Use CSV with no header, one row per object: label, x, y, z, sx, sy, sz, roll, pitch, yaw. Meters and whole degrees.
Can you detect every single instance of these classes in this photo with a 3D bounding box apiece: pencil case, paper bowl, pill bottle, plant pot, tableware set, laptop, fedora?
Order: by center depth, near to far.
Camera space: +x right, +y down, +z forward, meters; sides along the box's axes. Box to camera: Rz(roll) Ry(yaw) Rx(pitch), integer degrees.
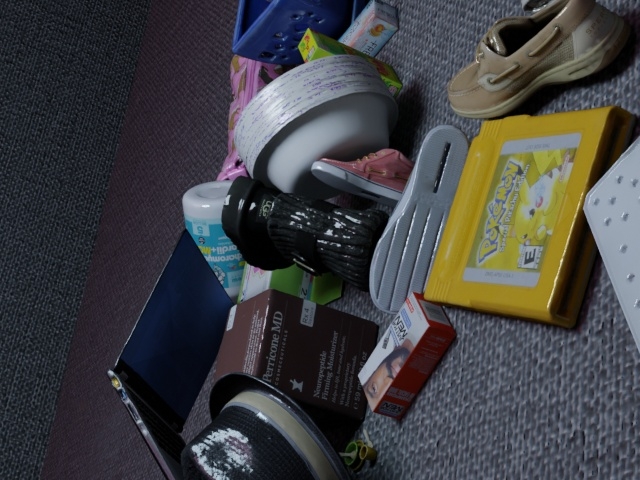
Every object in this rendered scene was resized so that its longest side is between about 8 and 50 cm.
fedora,-0.093,0.365,1.646,0.152,0.334,0.334,-32,-1,-36
tableware set,0.040,0.372,1.725,0.154,0.024,0.104,-60,25,19
laptop,-0.184,0.267,1.922,0.236,0.382,0.408,-33,64,-5
paper bowl,0.004,-0.176,1.943,0.284,0.284,0.148,-48,59,40
pill bottle,-0.193,0.021,2.274,0.146,0.146,0.264,-130,32,-64
plant pot,-0.033,-0.496,2.344,0.236,0.212,0.235,-38,39,49
pencil case,-0.137,-0.245,2.436,0.167,0.160,0.386,-43,34,46

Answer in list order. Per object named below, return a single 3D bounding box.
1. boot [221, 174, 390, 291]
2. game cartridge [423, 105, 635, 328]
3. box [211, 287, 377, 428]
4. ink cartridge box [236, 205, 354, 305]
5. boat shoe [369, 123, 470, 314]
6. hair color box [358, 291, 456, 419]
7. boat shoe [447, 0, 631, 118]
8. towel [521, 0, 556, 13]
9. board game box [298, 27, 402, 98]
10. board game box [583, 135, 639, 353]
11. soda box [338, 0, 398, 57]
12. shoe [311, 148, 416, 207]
boot,-0.001,0.004,1.871,0.348,0.260,0.131,35,-110,-76
game cartridge,0.270,-0.036,1.522,0.324,0.053,0.285,5,75,65
box,-0.043,0.198,1.820,0.167,0.203,0.168,-27,48,57
ink cartridge box,-0.048,0.038,2.094,0.255,0.097,0.188,-31,44,57
boat shoe,0.160,-0.029,1.721,0.094,0.109,0.302,20,-89,-83
hair color box,0.126,0.171,1.664,0.167,0.053,0.093,-61,26,22
boat shoe,0.280,-0.268,1.579,0.341,0.110,0.121,-19,37,57
towel,0.391,-0.462,1.608,0.282,0.049,0.187,-30,44,57
board game box,0.054,-0.319,2.049,0.043,0.181,0.092,-59,26,23
board game box,0.451,-0.039,1.131,0.390,0.050,0.390,-53,28,34
soda box,0.080,-0.388,2.206,0.183,0.058,0.063,-45,33,42
shoe,0.077,-0.117,1.854,0.063,0.178,0.081,136,152,-74
